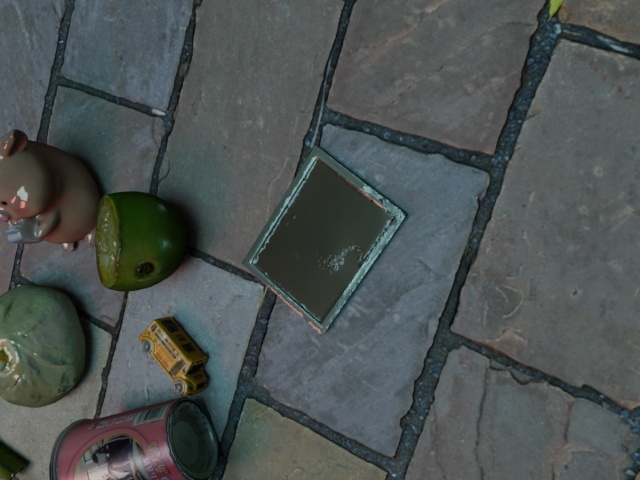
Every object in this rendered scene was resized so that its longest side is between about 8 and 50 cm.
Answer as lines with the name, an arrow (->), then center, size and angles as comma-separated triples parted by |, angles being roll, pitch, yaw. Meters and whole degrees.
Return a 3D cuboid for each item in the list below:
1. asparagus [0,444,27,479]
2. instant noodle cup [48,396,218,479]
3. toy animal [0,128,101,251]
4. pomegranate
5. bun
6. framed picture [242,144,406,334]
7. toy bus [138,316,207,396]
asparagus -> -0.814, 0.500, 1.604 | 0.277, 0.060, 0.067 | 26, 85, 22
instant noodle cup -> -0.346, 0.423, 1.289 | 0.255, 0.244, 0.244 | -23, 83, 17
toy animal -> -0.590, -0.096, 1.359 | 0.195, 0.256, 0.213 | -5, 81, 27
pomegranate -> -0.353, 0.005, 1.300 | 0.241, 0.159, 0.190 | -19, 75, 54
bun -> -0.654, 0.235, 1.439 | 0.283, 0.179, 0.283 | 3, 96, 29
framed picture -> 0.000, 0.000, 1.194 | 0.216, 0.016, 0.273 | 41, 109, 19
toy bus -> -0.282, 0.229, 1.318 | 0.162, 0.069, 0.074 | 45, 109, 18
